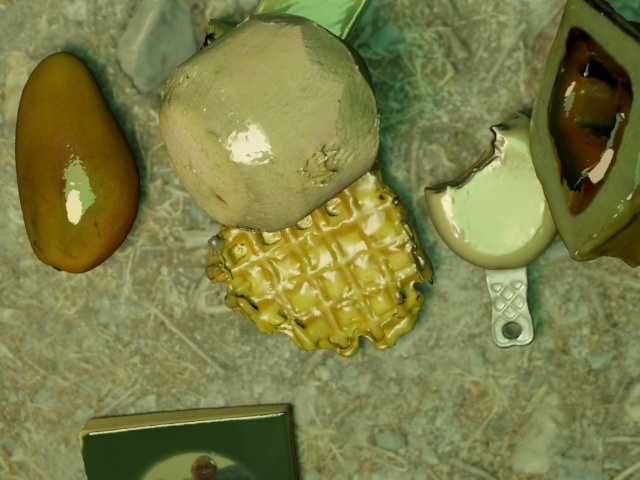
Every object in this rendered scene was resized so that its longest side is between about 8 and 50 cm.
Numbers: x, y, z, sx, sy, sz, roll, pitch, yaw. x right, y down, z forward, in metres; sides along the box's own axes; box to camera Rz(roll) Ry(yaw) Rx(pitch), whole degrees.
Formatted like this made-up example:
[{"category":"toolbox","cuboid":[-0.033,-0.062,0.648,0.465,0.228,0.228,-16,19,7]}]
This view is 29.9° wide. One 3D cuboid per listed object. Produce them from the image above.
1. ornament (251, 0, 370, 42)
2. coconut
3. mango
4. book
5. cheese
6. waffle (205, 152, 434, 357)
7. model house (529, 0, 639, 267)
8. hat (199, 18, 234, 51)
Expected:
[{"category":"ornament","cuboid":[-0.004,-0.290,1.331,0.180,0.059,0.201,-12,103,8]},{"category":"coconut","cuboid":[-0.042,-0.131,1.245,0.234,0.224,0.224,-32,98,-18]},{"category":"mango","cuboid":[-0.278,-0.088,1.367,0.138,0.113,0.253,-4,94,10]},{"category":"book","cuboid":[-0.145,0.390,1.488,0.260,0.043,0.371,-5,102,4]},{"category":"cheese","cuboid":[0.223,-0.010,1.357,0.163,0.071,0.249,-27,98,11]},{"category":"waffle","cuboid":[-0.001,0.001,1.384,0.280,0.060,0.262,20,105,4]},{"category":"model house","cuboid":[0.358,-0.108,1.290,0.239,0.173,0.268,7,106,-37]},{"category":"hat","cuboid":[-0.110,-0.205,1.346,0.059,0.076,0.077,13,109,-13]}]
